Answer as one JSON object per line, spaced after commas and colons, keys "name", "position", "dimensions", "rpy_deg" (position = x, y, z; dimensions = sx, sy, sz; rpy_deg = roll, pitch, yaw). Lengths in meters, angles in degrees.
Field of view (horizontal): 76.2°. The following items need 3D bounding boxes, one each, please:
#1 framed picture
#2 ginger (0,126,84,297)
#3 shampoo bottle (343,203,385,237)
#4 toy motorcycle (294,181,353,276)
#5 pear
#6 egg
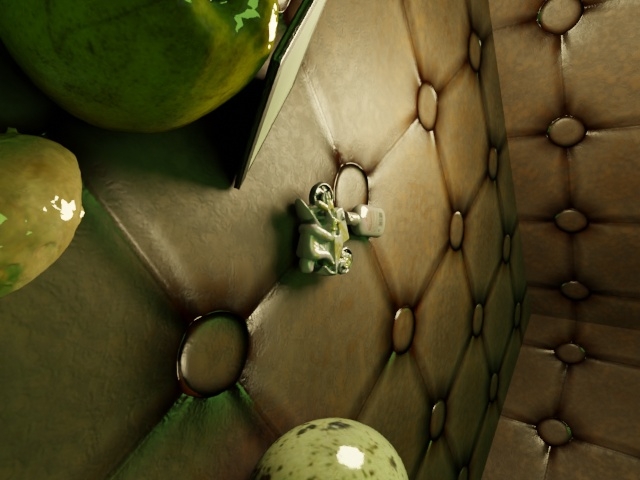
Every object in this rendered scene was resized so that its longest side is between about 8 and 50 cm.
{"name": "framed picture", "position": [-0.052, -0.245, 0.607], "dimensions": [0.016, 0.347, 0.264], "rpy_deg": [25, 70, -10]}
{"name": "ginger", "position": [-0.347, -0.007, 0.383], "dimensions": [0.267, 0.152, 0.137], "rpy_deg": [-46, 156, -44]}
{"name": "shampoo bottle", "position": [0.105, -0.049, 1.006], "dimensions": [0.165, 0.040, 0.079], "rpy_deg": [3, 92, -50]}
{"name": "toy motorcycle", "position": [0.000, 0.000, 0.858], "dimensions": [0.152, 0.073, 0.224], "rpy_deg": [-42, 125, -37]}
{"name": "pear", "position": [-0.187, -0.235, 0.425], "dimensions": [0.253, 0.307, 0.252], "rpy_deg": [-22, 119, -47]}
{"name": "egg", "position": [0.022, 0.482, 0.761], "dimensions": [0.379, 0.288, 0.287], "rpy_deg": [0, 93, -62]}
